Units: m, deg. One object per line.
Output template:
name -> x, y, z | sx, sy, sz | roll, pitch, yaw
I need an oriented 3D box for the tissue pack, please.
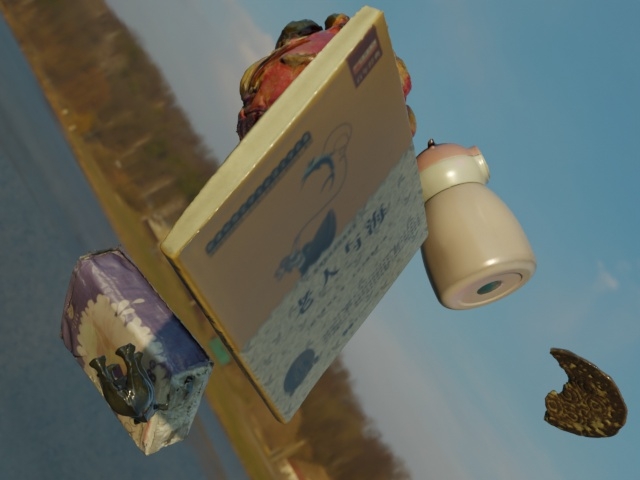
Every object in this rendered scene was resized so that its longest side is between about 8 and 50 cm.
tissue pack -> -0.357, 0.210, 2.079 | 0.344, 0.125, 0.242 | 46, -47, 28

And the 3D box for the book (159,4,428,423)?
book -> 0.000, 0.000, 0.996 | 0.032, 0.269, 0.389 | 31, -17, 25

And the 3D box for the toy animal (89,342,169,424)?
toy animal -> -0.173, 0.138, 1.001 | 0.065, 0.047, 0.136 | 61, -9, 10

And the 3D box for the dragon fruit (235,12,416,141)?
dragon fruit -> 0.013, -0.257, 1.831 | 0.314, 0.263, 0.296 | 12, -20, 26

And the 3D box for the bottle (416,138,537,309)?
bottle -> 0.197, -0.034, 1.533 | 0.147, 0.147, 0.237 | 79, -7, -66

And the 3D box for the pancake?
pancake -> 0.400, 0.247, 1.721 | 0.184, 0.020, 0.190 | 43, -36, -5
